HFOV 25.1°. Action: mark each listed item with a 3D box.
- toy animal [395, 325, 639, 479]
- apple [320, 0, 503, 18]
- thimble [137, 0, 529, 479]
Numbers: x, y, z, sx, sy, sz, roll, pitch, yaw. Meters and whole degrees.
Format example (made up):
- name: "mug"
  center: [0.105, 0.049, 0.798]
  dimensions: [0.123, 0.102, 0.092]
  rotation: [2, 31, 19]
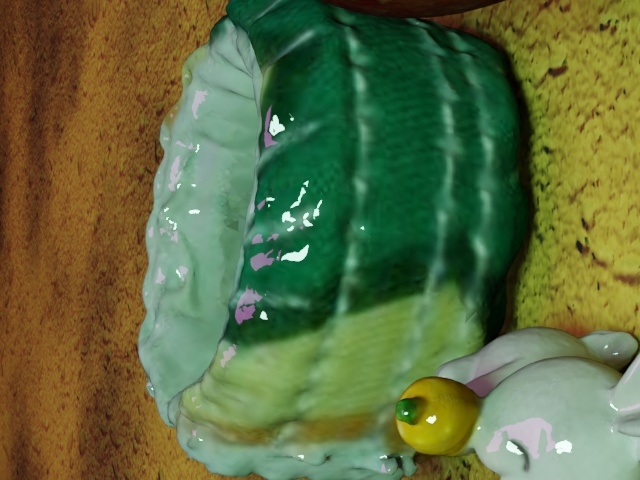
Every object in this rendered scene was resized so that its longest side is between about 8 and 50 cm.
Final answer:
- name: "toy animal"
  center: [0.114, 0.070, 0.637]
  dimensions: [0.127, 0.131, 0.181]
  rotation: [-49, 9, -2]
- name: "apple"
  center: [0.029, -0.263, 0.629]
  dimensions: [0.277, 0.348, 0.348]
  rotation: [114, 151, -52]
- name: "thimble"
  center: [0.000, 0.000, 0.854]
  dimensions: [0.254, 0.167, 0.288]
  rotation: [164, 113, -66]
